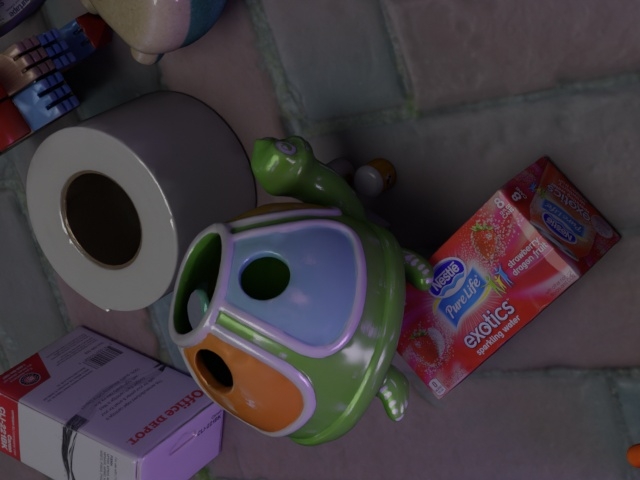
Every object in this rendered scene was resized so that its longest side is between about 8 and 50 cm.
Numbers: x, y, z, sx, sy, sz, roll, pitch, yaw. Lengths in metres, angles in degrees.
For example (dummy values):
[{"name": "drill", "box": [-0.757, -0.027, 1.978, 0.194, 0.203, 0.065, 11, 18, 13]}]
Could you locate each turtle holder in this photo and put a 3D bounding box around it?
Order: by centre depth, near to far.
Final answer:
[{"name": "turtle holder", "box": [-0.024, 0.049, 1.446, 0.243, 0.227, 0.320, 14, 83, 64]}]

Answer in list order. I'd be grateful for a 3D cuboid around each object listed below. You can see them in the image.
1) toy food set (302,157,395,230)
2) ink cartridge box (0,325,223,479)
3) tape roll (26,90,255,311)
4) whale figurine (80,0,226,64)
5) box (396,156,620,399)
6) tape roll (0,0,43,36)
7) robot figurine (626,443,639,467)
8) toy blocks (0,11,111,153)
[{"name": "toy food set", "box": [0.000, 0.000, 1.616, 0.111, 0.104, 0.232, 36, 127, 16]}, {"name": "ink cartridge box", "box": [-0.298, 0.251, 1.879, 0.272, 0.197, 0.114, 21, 123, 27]}, {"name": "tape roll", "box": [-0.227, -0.053, 1.709, 0.246, 0.169, 0.246, 15, 120, 29]}, {"name": "whale figurine", "box": [-0.207, -0.323, 1.618, 0.272, 0.141, 0.216, 17, 123, 56]}, {"name": "box", "box": [0.189, 0.044, 1.493, 0.128, 0.122, 0.257, 49, 129, 7]}, {"name": "tape roll", "box": [-0.424, -0.333, 1.704, 0.080, 0.189, 0.189, 49, 129, 6]}, {"name": "robot figurine", "box": [0.435, 0.241, 1.411, 0.219, 0.158, 0.128, -16, 118, 38]}, {"name": "toy blocks", "box": [-0.405, -0.165, 1.680, 0.261, 0.381, 0.191, -27, 100, 28]}]
